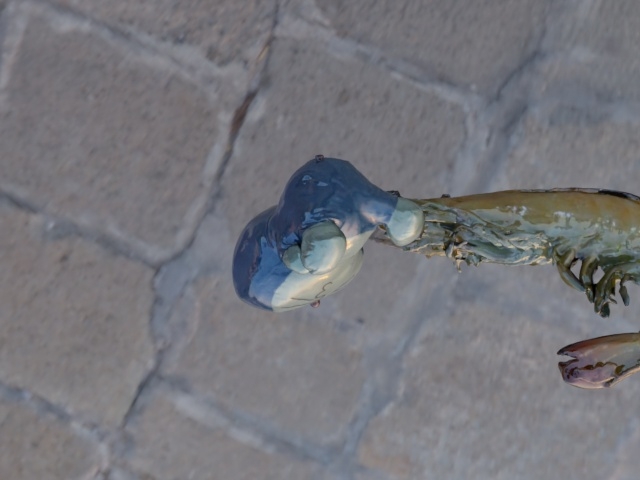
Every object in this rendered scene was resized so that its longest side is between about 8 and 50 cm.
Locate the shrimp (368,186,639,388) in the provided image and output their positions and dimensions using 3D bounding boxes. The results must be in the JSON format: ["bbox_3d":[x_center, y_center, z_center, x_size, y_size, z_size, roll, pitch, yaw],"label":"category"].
[{"bbox_3d":[0.100,0.021,0.705,0.178,0.124,0.034,3,137,-3],"label":"shrimp"}]

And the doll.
[{"bbox_3d":[0.000,0.000,0.636,0.083,0.076,0.050,-47,66,47],"label":"doll"}]
